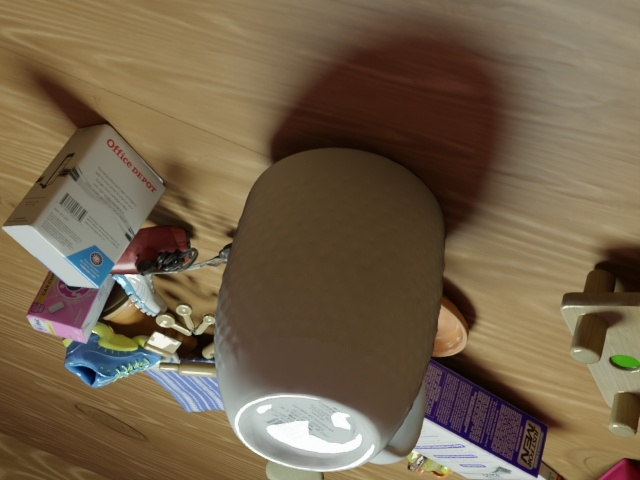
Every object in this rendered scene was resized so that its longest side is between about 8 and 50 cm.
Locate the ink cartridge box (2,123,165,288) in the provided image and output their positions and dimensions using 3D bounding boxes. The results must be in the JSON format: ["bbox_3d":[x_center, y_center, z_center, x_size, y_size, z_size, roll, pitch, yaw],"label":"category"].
[{"bbox_3d":[-0.351,-0.052,1.237,0.085,0.203,0.148,-1,140,41],"label":"ink cartridge box"}]

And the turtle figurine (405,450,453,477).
[{"bbox_3d":[0.191,0.426,1.669,0.217,0.087,0.269,29,150,-5],"label":"turtle figurine"}]

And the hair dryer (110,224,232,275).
[{"bbox_3d":[-0.273,0.015,1.309,0.293,0.080,0.223,-6,180,30],"label":"hair dryer"}]

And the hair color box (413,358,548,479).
[{"bbox_3d":[0.202,0.302,1.418,0.338,0.110,0.185,32,152,-19],"label":"hair color box"}]

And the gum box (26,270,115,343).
[{"bbox_3d":[-0.462,0.089,1.557,0.107,0.188,0.062,15,148,5],"label":"gum box"}]

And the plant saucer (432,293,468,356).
[{"bbox_3d":[0.138,0.114,1.283,0.199,0.037,0.200,18,148,12],"label":"plant saucer"}]

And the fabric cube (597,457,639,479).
[{"bbox_3d":[0.553,0.589,1.393,0.259,0.258,0.254,30,119,-7],"label":"fabric cube"}]

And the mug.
[{"bbox_3d":[0.033,0.126,1.029,0.276,0.328,0.374,-17,130,27],"label":"mug"}]

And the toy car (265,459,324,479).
[{"bbox_3d":[-0.052,0.601,2.070,0.148,0.155,0.188,16,157,18],"label":"toy car"}]

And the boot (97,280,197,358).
[{"bbox_3d":[-0.356,0.182,1.702,0.220,0.109,0.283,28,139,-18],"label":"boot"}]

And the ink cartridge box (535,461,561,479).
[{"bbox_3d":[0.435,0.469,1.608,0.115,0.029,0.063,39,147,-22],"label":"ink cartridge box"}]

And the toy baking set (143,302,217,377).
[{"bbox_3d":[-0.211,0.200,1.574,0.256,0.030,0.197,8,133,-7],"label":"toy baking set"}]

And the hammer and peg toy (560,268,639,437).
[{"bbox_3d":[0.482,0.178,1.035,0.265,0.127,0.361,-3,139,37],"label":"hammer and peg toy"}]

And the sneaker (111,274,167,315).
[{"bbox_3d":[-0.332,0.061,1.514,0.191,0.083,0.071,55,-177,-32],"label":"sneaker"}]

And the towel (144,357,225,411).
[{"bbox_3d":[-0.197,0.318,1.760,0.335,0.040,0.243,-4,145,21],"label":"towel"}]

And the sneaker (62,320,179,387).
[{"bbox_3d":[-0.398,0.245,1.613,0.240,0.126,0.091,22,141,-24],"label":"sneaker"}]
